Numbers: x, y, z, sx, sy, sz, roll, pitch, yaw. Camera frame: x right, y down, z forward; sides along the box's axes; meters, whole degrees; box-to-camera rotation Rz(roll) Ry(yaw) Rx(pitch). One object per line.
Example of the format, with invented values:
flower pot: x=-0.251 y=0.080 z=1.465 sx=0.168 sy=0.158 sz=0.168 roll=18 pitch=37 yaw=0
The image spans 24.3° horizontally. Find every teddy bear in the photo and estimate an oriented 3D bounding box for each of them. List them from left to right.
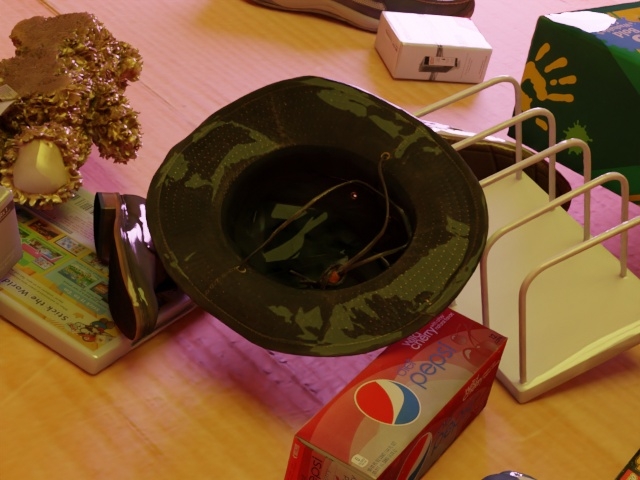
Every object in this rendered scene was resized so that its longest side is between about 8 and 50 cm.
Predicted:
teddy bear: x=-0.309 y=-0.128 z=1.626 sx=0.245 sy=0.113 sz=0.338 roll=-11 pitch=34 yaw=-2

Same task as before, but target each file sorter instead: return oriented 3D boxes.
file sorter: x=0.206 y=-0.013 z=1.529 sx=0.193 sy=0.173 sz=0.278 roll=-25 pitch=46 yaw=-17

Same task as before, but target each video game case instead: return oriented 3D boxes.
video game case: x=-0.242 y=0.029 z=1.485 sx=0.227 sy=0.026 sz=0.206 roll=30 pitch=36 yaw=22

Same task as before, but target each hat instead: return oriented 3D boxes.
hat: x=0.000 y=0.000 z=1.458 sx=0.331 sy=0.134 sz=0.331 roll=-2 pitch=56 yaw=3

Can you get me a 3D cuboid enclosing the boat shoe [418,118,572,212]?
boat shoe: x=0.174 y=-0.094 z=1.758 sx=0.257 sy=0.095 sz=0.095 roll=19 pitch=20 yaw=1

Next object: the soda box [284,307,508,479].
soda box: x=0.070 y=0.160 z=1.339 sx=0.083 sy=0.092 sz=0.263 roll=26 pitch=35 yaw=20

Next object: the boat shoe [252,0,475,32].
boat shoe: x=0.055 y=-0.384 z=2.108 sx=0.355 sy=0.130 sz=0.132 roll=8 pitch=34 yaw=-8

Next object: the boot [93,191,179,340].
boot: x=-0.155 y=0.018 z=1.436 sx=0.106 sy=0.082 sz=0.219 roll=-1 pitch=34 yaw=-17

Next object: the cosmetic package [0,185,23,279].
cosmetic package: x=-0.413 y=-0.022 z=1.402 sx=0.238 sy=0.107 sz=0.127 roll=27 pitch=53 yaw=17

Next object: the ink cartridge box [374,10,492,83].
ink cartridge box: x=0.153 y=-0.264 z=2.032 sx=0.135 sy=0.056 sz=0.099 roll=2 pitch=34 yaw=-18

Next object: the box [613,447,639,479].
box: x=0.346 y=0.204 z=1.366 sx=0.094 sy=0.027 sz=0.137 roll=35 pitch=74 yaw=29

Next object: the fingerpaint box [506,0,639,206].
fingerpaint box: x=0.509 y=-0.153 z=1.737 sx=0.445 sy=0.163 sz=0.371 roll=-15 pitch=37 yaw=-42

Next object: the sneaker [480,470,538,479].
sneaker: x=0.109 y=0.278 z=1.160 sx=0.131 sy=0.112 sz=0.296 roll=14 pitch=32 yaw=1
